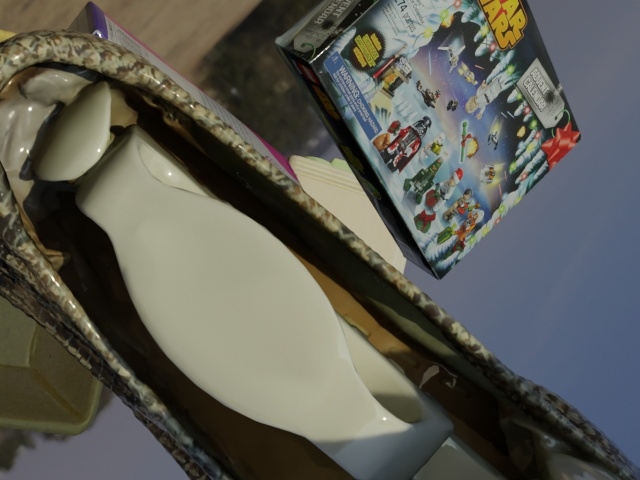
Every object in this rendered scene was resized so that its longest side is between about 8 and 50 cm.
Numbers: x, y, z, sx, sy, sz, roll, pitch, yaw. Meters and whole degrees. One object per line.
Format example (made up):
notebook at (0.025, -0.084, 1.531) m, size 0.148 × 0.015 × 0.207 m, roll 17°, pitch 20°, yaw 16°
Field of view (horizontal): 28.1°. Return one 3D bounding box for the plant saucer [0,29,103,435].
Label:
plant saucer at (-0.326, -0.019, 1.084) m, size 0.081 × 0.332 × 0.333 m, roll 6°, pitch -95°, yaw 54°

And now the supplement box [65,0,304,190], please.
supplement box at (-0.131, -0.074, 1.036) m, size 0.114 × 0.220 × 0.111 m, roll -49°, pitch -157°, yaw 10°

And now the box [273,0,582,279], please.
box at (0.049, -0.059, 0.518) m, size 0.094 × 0.137 × 0.027 m, roll -45°, pitch -135°, yaw -10°

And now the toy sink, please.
toy sink at (0.000, 0.000, 1.221) m, size 0.153 × 0.131 × 0.234 m, roll 155°, pitch -49°, yaw -71°

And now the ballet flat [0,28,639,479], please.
ballet flat at (0.023, 0.091, 0.544) m, size 0.164 × 0.483 × 0.182 m, roll -48°, pitch -177°, yaw -8°
